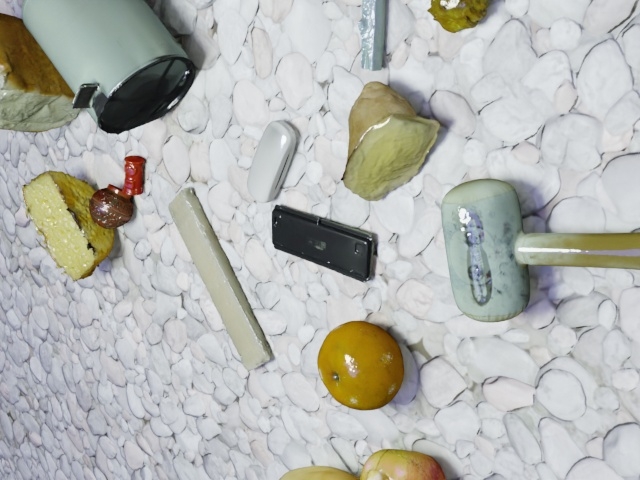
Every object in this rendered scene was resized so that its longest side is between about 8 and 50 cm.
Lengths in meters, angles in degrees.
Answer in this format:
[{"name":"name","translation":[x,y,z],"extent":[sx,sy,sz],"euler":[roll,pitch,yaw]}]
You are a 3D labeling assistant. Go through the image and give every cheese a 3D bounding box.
[{"name":"cheese","translation":[-0.212,0.079,1.448],"extent":[0.085,0.034,0.400],"euler":[-32,82,43]}]

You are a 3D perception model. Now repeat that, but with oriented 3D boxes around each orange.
[{"name":"orange","translation":[0.065,0.214,1.183],"extent":[0.156,0.124,0.156],"euler":[12,111,35]}]

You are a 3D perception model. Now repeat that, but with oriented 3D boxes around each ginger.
[{"name":"ginger","translation":[0.083,-0.153,1.084],"extent":[0.193,0.115,0.122],"euler":[-60,42,44]}]

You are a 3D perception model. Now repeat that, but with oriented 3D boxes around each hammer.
[{"name":"hammer","translation":[0.311,0.010,0.921],"extent":[0.306,0.113,0.201],"euler":[-3,104,37]}]

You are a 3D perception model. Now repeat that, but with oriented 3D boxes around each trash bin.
[{"name":"trash bin","translation":[-0.401,-0.371,1.327],"extent":[0.262,0.277,0.217],"euler":[52,132,7]}]

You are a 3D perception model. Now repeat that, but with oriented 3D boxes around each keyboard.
[{"name":"keyboard","translation":[0.000,0.000,1.241],"extent":[0.230,0.025,0.093],"euler":[20,117,36]}]

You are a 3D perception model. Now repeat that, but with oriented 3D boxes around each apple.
[{"name":"apple","translation":[0.139,0.420,1.170],"extent":[0.147,0.147,0.146],"euler":[14,113,38]}]

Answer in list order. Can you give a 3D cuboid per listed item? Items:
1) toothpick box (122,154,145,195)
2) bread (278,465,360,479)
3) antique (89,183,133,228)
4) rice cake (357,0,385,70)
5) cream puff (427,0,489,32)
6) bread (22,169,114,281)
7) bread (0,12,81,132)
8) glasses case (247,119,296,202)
[{"name":"toothpick box","translation":[-0.415,-0.146,1.547],"extent":[0.047,0.047,0.083],"euler":[27,120,33]},{"name":"bread","translation":[0.005,0.636,1.287],"extent":[0.329,0.245,0.423],"euler":[1,107,42]},{"name":"antique","translation":[-0.478,-0.073,1.592],"extent":[0.104,0.104,0.104],"euler":[14,113,38]},{"name":"rice cake","translation":[0.077,-0.347,1.050],"extent":[0.030,0.042,0.180],"euler":[15,112,41]},{"name":"cream puff","translation":[0.188,-0.321,0.949],"extent":[0.083,0.058,0.083],"euler":[30,124,29]},{"name":"bread","translation":[-0.586,-0.045,1.672],"extent":[0.160,0.147,0.260],"euler":[-35,86,33]},{"name":"bread","translation":[-0.694,-0.386,1.596],"extent":[0.225,0.250,0.278],"euler":[-38,72,35]},{"name":"glasses case","translation":[-0.090,-0.141,1.264],"extent":[0.063,0.041,0.164],"euler":[40,126,24]}]
